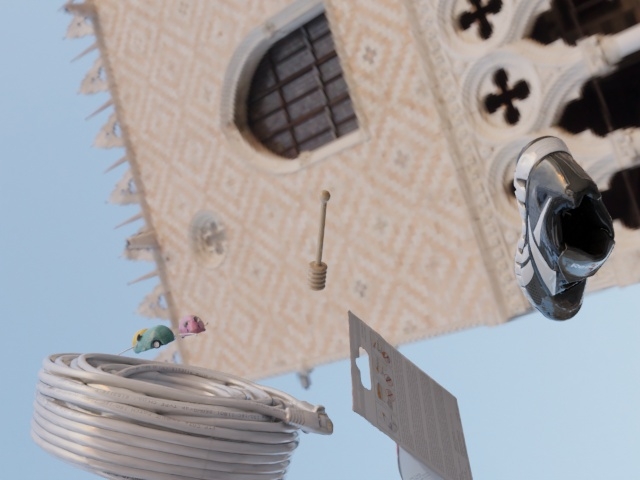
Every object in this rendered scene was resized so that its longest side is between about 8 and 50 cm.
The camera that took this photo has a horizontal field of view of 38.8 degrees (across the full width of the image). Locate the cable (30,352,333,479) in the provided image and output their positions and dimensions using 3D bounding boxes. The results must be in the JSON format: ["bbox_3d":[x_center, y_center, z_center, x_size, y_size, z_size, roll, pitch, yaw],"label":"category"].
[{"bbox_3d":[-0.145,0.171,0.867,0.257,0.257,0.089,13,-92,-31],"label":"cable"}]

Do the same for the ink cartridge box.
[{"bbox_3d":[0.097,0.216,1.136,0.225,0.056,0.181,38,-153,-25],"label":"ink cartridge box"}]

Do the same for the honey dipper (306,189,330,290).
[{"bbox_3d":[0.000,0.000,1.328,0.030,0.030,0.160,-35,-41,-48],"label":"honey dipper"}]

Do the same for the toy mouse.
[{"bbox_3d":[-0.218,0.133,1.322,0.161,0.143,0.031,-16,-91,-36],"label":"toy mouse"}]

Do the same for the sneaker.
[{"bbox_3d":[0.255,0.012,0.944,0.106,0.078,0.234,-124,16,-51],"label":"sneaker"}]
